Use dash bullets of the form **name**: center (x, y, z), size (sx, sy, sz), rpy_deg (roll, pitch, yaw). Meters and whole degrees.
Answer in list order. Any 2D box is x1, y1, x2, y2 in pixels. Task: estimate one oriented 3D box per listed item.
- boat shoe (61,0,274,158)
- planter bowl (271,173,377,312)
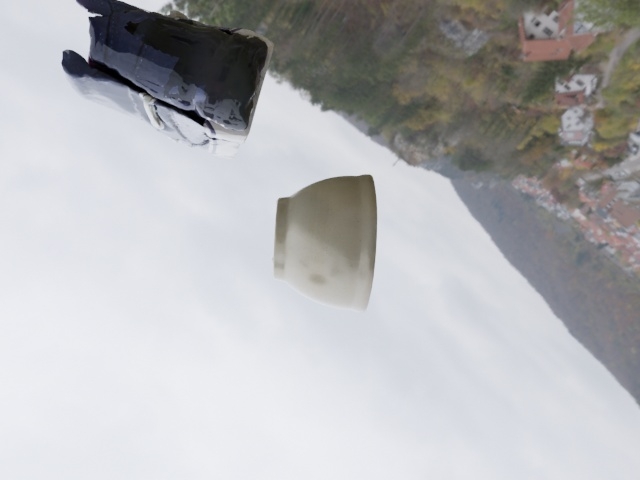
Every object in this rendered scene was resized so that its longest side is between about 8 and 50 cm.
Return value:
- **boat shoe**: center (-0.148, -0.167, 0.519), size (0.158, 0.127, 0.340), rpy_deg (16, -178, -14)
- **planter bowl**: center (0.000, 0.000, 0.577), size (0.109, 0.162, 0.162), rpy_deg (4, -156, -2)
